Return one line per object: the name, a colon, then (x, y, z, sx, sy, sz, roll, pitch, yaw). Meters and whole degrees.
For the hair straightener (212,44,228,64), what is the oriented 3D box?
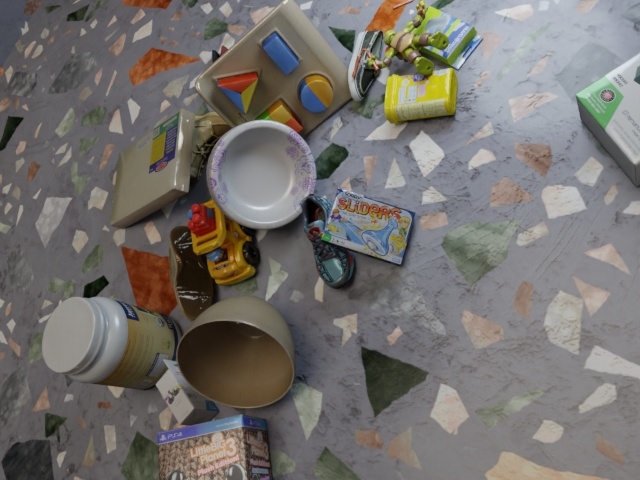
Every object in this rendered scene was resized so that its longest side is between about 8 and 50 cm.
hair straightener: (-0.345, -0.529, 1.944, 0.089, 0.047, 0.231, -12, 71, 27)

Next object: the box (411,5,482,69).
box: (0.322, -0.533, 1.548, 0.109, 0.042, 0.178, -52, 55, 5)

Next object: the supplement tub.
supplement tub: (-0.558, 0.281, 1.604, 0.228, 0.316, 0.229, -10, 68, 27)

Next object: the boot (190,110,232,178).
boot: (-0.360, -0.292, 1.828, 0.261, 0.095, 0.204, 5, 75, 33)

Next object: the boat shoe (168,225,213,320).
boat shoe: (-0.383, 0.105, 1.707, 0.098, 0.109, 0.302, -59, 43, 50)

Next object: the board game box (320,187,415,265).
board game box: (0.116, -0.033, 1.432, 0.201, 0.035, 0.136, 17, 80, 1)

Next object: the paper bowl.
paper bowl: (-0.164, -0.174, 1.582, 0.284, 0.284, 0.148, -63, 20, -3)

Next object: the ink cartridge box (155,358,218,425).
ink cartridge box: (-0.364, 0.406, 1.573, 0.062, 0.104, 0.181, -49, 55, 6)

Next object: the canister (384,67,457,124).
canister: (0.258, -0.370, 1.509, 0.169, 0.073, 0.126, -1, 71, 29)

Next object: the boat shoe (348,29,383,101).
boat shoe: (0.129, -0.487, 1.623, 0.070, 0.077, 0.220, 0, 71, 32)

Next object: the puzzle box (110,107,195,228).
puzzle box: (-0.537, -0.216, 1.865, 0.408, 0.052, 0.272, -19, 62, 42)

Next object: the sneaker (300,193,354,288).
sneaker: (0.000, 0.000, 1.493, 0.104, 0.125, 0.262, -28, 61, 20)

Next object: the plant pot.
plant pot: (-0.190, 0.247, 1.460, 0.284, 0.284, 0.191, -24, 25, 21)

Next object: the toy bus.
toy bus: (-0.285, -0.008, 1.614, 0.149, 0.211, 0.220, -20, 65, 21)

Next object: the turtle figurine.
turtle figurine: (0.217, -0.495, 1.524, 0.269, 0.087, 0.217, -48, 44, 3)

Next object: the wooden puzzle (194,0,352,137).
wooden puzzle: (-0.110, -0.412, 1.594, 0.347, 0.322, 0.080, -39, 31, 11)

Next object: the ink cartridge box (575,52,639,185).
ink cartridge box: (0.705, -0.284, 1.184, 0.289, 0.121, 0.211, -34, 59, 15)

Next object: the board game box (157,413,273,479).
board game box: (-0.243, 0.585, 1.392, 0.232, 0.141, 0.291, -16, 65, 12)
